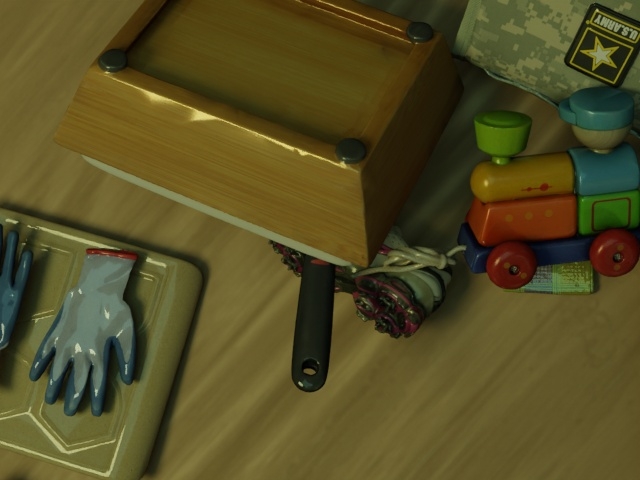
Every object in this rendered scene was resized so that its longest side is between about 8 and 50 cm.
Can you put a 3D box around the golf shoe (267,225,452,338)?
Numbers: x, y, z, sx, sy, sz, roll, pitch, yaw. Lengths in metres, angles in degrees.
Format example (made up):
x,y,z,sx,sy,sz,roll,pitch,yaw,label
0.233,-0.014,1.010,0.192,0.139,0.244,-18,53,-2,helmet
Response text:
x,y,z,sx,sy,sz,roll,pitch,yaw,label
0.030,0.011,1.152,0.186,0.067,0.086,35,55,16,golf shoe

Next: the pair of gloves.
x,y,z,sx,sy,sz,roll,pitch,yaw,label
-0.258,0.071,1.156,0.198,0.023,0.159,10,81,2,pair of gloves

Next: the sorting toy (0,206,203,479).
x,y,z,sx,sy,sz,roll,pitch,yaw,label
-0.257,0.140,1.180,0.229,0.041,0.307,16,84,4,sorting toy

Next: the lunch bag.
x,y,z,sx,sy,sz,roll,pitch,yaw,label
0.268,-0.235,1.083,0.235,0.169,0.287,24,97,5,lunch bag

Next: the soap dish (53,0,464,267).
x,y,z,sx,sy,sz,roll,pitch,yaw,label
-0.045,-0.125,1.089,0.291,0.118,0.229,22,52,12,soap dish

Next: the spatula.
x,y,z,sx,sy,sz,roll,pitch,yaw,label
0.000,0.000,1.089,0.084,0.030,0.296,8,51,-2,spatula

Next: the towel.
x,y,z,sx,sy,sz,roll,pitch,yaw,label
0.205,0.019,1.147,0.083,0.009,0.060,0,86,8,towel

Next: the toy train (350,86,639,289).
x,y,z,sx,sy,sz,roll,pitch,yaw,label
0.144,-0.043,1.060,0.248,0.105,0.143,-6,116,-4,toy train
